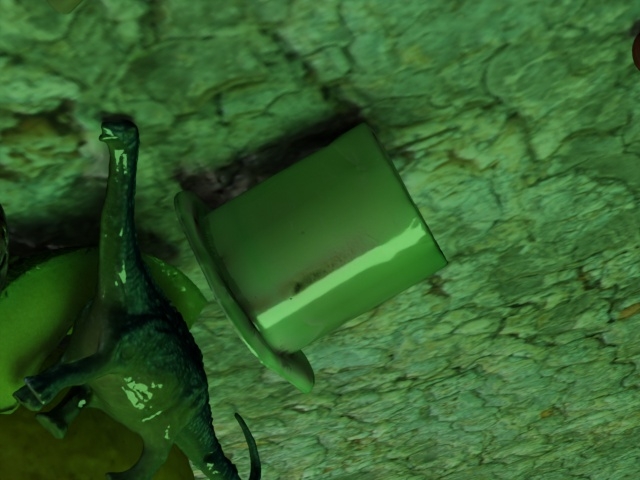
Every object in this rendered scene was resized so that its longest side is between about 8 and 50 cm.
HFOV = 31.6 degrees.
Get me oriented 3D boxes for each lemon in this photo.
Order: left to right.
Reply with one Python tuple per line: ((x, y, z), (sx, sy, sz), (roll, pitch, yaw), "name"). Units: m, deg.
((-0.234, 0.214, 0.914), (0.258, 0.258, 0.310), (-34, 144, 31), "lemon")

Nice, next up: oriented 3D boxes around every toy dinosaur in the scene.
((-0.124, 0.093, 0.777), (0.147, 0.076, 0.363), (-42, 135, -26), "toy dinosaur")

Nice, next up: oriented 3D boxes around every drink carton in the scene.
((0.000, 0.000, 0.781), (0.142, 0.146, 0.144), (-30, 153, 7), "drink carton")

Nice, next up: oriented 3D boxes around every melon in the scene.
((-0.179, 0.059, 0.810), (0.209, 0.118, 0.064), (5, -176, -44), "melon")

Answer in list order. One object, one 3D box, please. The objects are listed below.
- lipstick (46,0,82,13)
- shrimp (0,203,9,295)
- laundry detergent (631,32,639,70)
((-0.102, -0.145, 0.556), (0.094, 0.019, 0.019), (-35, 149, 31), "lipstick")
((-0.258, -0.037, 0.567), (0.145, 0.116, 0.343), (-48, 149, -17), "shrimp")
((0.292, -0.135, 0.789), (0.165, 0.049, 0.097), (-8, 153, -14), "laundry detergent")
